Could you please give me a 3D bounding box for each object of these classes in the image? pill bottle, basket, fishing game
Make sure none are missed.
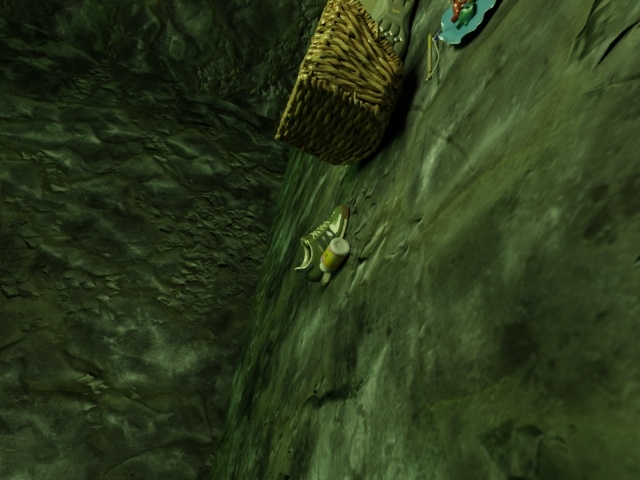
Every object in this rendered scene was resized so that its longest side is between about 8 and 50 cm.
[{"bbox_3d":[0.027,0.034,0.882,0.083,0.043,0.043,121,163,-46],"label":"pill bottle"},{"bbox_3d":[0.054,-0.317,0.889,0.299,0.214,0.222,145,145,-72],"label":"basket"},{"bbox_3d":[0.228,-0.385,0.623,0.264,0.041,0.189,131,155,-55],"label":"fishing game"}]

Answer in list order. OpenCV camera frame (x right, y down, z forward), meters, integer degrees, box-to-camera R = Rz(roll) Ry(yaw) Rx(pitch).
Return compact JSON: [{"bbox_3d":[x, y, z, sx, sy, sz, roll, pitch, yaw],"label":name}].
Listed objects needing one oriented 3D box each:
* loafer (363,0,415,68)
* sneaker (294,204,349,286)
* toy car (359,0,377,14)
[{"bbox_3d":[0.148,-0.476,0.984,0.111,0.112,0.319,127,166,-70],"label":"loafer"},{"bbox_3d":[0.000,0.000,0.951,0.064,0.086,0.192,160,128,-75],"label":"sneaker"},{"bbox_3d":[0.156,-0.701,1.228,0.188,0.149,0.155,-50,-37,-33],"label":"toy car"}]
